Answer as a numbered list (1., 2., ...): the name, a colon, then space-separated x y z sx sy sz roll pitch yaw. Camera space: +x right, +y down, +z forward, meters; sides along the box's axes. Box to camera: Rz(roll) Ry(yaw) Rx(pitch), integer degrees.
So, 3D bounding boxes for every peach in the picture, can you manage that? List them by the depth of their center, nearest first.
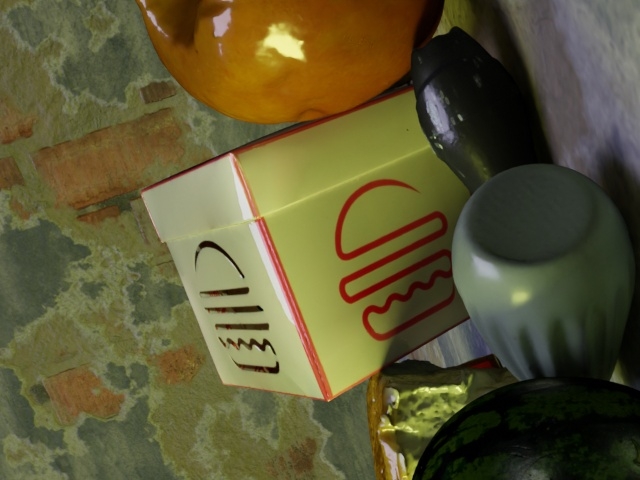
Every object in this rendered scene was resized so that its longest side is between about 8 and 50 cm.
1. peach: -0.030 -0.290 0.797 0.343 0.301 0.343 46 154 31

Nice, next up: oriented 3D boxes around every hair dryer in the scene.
1. hair dryer: 0.167 -0.087 0.823 0.236 0.091 0.271 62 -169 -3

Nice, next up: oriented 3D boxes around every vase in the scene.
1. vase: 0.182 0.054 0.648 0.248 0.128 0.128 60 -173 -47

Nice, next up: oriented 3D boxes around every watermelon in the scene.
1. watermelon: 0.178 0.232 0.579 0.269 0.269 0.269 162 90 -88

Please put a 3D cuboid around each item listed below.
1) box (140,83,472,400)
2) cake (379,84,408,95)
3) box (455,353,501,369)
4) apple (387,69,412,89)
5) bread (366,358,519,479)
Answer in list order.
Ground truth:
1. box: 0.000 0.000 1.070 0.314 0.312 0.300 -10 104 59
2. cake: 0.107 -0.155 1.241 0.117 0.086 0.220 101 149 -82
3. box: 0.271 0.305 1.195 0.153 0.074 0.240 68 180 -47
4. apple: 0.075 -0.253 1.022 0.126 0.102 0.126 157 90 -90
5. bread: 0.178 0.269 0.942 0.250 0.224 0.279 107 153 -85
